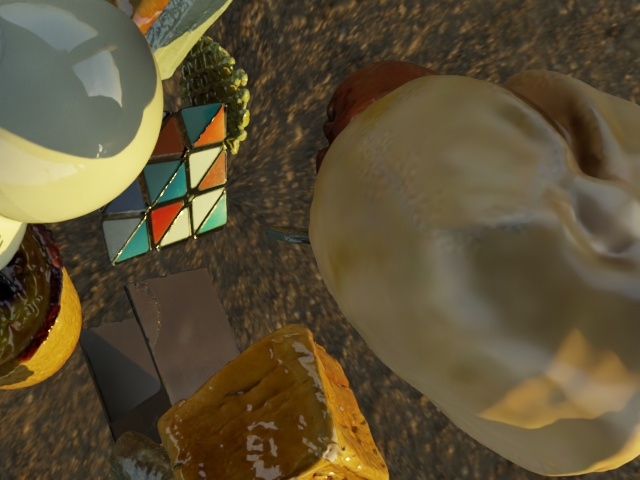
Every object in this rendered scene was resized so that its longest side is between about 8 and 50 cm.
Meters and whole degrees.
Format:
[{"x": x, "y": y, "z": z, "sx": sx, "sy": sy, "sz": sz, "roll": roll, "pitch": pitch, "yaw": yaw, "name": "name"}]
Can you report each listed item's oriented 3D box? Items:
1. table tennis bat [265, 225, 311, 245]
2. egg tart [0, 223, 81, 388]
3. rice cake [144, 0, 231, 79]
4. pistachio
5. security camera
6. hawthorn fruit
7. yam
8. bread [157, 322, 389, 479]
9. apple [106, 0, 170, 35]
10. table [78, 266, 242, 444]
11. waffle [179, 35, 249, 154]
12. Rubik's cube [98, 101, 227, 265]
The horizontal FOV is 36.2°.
[{"x": 0.000, "y": 0.000, "z": 1.017, "sx": 0.100, "sy": 0.155, "sz": 0.019, "roll": 6, "pitch": 95, "yaw": -22, "name": "table tennis bat"}, {"x": -0.368, "y": 0.072, "z": 1.092, "sx": 0.215, "sy": 0.171, "sz": 0.215, "roll": -2, "pitch": 70, "yaw": 6, "name": "egg tart"}, {"x": -0.185, "y": -0.287, "z": 1.297, "sx": 0.226, "sy": 0.085, "sz": 0.040, "roll": -41, "pitch": 77, "yaw": 38, "name": "rice cake"}, {"x": 0.111, "y": 0.011, "z": 0.582, "sx": 0.230, "sy": 0.309, "sz": 0.230, "roll": -3, "pitch": 98, "yaw": -18, "name": "pistachio"}, {"x": -0.232, "y": -0.090, "z": 0.740, "sx": 0.236, "sy": 0.194, "sz": 0.194, "roll": -27, "pitch": 95, "yaw": 12, "name": "security camera"}, {"x": 0.125, "y": -0.101, "z": 1.192, "sx": 0.261, "sy": 0.224, "sz": 0.224, "roll": 10, "pitch": 92, "yaw": 5, "name": "hawthorn fruit"}, {"x": -0.119, "y": 0.262, "z": 0.993, "sx": 0.061, "sy": 0.253, "sz": 0.061, "roll": -23, "pitch": 121, "yaw": -44, "name": "yam"}, {"x": -0.040, "y": 0.174, "z": 0.850, "sx": 0.158, "sy": 0.149, "sz": 0.143, "roll": -31, "pitch": 57, "yaw": 1, "name": "bread"}, {"x": -0.322, "y": -0.454, "z": 1.862, "sx": 0.188, "sy": 0.188, "sz": 0.174, "roll": -25, "pitch": 54, "yaw": -4, "name": "apple"}, {"x": -0.286, "y": 0.235, "z": 1.831, "sx": 0.196, "sy": 0.250, "sz": 0.282, "roll": -12, "pitch": 72, "yaw": -41, "name": "table"}, {"x": -0.168, "y": -0.232, "z": 1.540, "sx": 0.036, "sy": 0.183, "sz": 0.169, "roll": -28, "pitch": 56, "yaw": -30, "name": "waffle"}, {"x": -0.287, "y": -0.065, "z": 1.443, "sx": 0.250, "sy": 0.284, "sz": 0.234, "roll": 20, "pitch": 53, "yaw": 4, "name": "Rubik's cube"}]
